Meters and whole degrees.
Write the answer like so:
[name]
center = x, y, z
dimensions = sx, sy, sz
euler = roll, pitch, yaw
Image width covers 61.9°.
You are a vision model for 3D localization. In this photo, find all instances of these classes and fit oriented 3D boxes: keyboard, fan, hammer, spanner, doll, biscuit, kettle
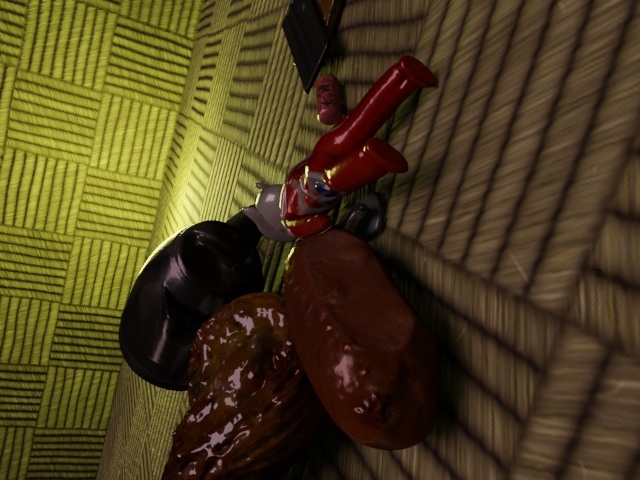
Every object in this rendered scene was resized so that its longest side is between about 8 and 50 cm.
[keyboard]
center = -0.045, -0.400, 0.976
dimensions = 0.103, 0.041, 0.381
euler = -60, 37, 36
[fan]
center = 0.009, 0.018, 0.750
dimensions = 0.282, 0.023, 0.057
euler = -41, 45, 51
[hammer]
center = 0.014, -0.215, 0.815
dimensions = 0.043, 0.043, 0.083
euler = -44, 39, 51
[spanner]
center = 0.000, 0.000, 0.732
dimensions = 0.254, 0.015, 0.054
euler = -28, 37, 65
[doll]
center = 0.002, -0.082, 0.713
dimensions = 0.384, 0.099, 0.188
euler = -26, 36, 58
[biscuit]
center = 0.009, -0.410, 0.924
dimensions = 0.131, 0.025, 0.231
euler = 50, 125, 59
[kettle]
center = -0.189, 0.072, 0.945
dimensions = 0.321, 0.228, 0.324
euler = -52, -1, -43

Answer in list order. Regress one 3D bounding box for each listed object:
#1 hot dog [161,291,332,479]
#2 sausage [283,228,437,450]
[hot dog]
center = -0.115, 0.240, 0.729
dimensions = 0.267, 0.174, 0.388
euler = -86, 22, -49
[sausage]
center = 0.032, 0.090, 0.540
dimensions = 0.133, 0.133, 0.258
euler = -65, 32, 27
